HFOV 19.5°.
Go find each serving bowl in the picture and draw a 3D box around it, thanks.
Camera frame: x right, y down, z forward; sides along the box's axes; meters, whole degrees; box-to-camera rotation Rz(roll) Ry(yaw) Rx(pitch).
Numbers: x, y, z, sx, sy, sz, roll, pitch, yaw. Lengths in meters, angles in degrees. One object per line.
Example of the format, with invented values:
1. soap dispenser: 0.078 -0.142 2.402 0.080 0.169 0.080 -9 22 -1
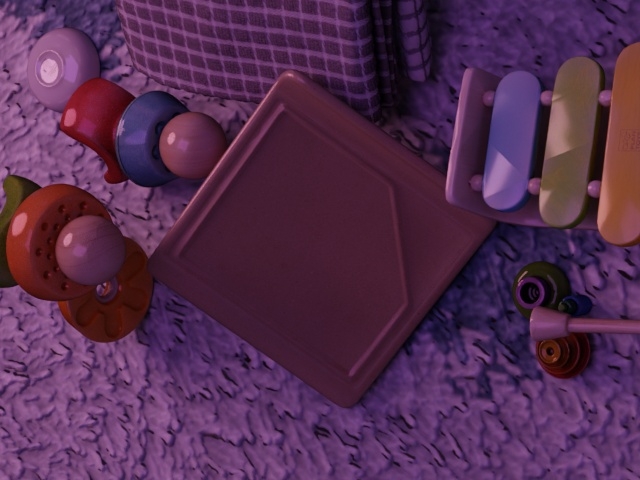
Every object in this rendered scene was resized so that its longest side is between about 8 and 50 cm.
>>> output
1. serving bowl: -0.253 -0.165 1.796 0.083 0.027 0.083 0 90 32

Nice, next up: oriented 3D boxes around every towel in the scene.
1. towel: -0.056 -0.227 1.564 0.283 0.121 0.235 17 136 29

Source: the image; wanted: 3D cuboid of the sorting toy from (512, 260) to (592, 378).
1. sorting toy: 0.187 0.063 1.520 0.061 0.042 0.102 -32 74 28

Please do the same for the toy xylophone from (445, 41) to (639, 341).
1. toy xylophone: 0.252 -0.041 1.432 0.322 0.081 0.236 -6 74 30

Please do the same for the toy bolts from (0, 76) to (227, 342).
1. toy bolts: -0.166 -0.019 1.661 0.158 0.218 0.228 11 65 44

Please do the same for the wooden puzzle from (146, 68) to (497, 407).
1. wooden puzzle: 0.000 0.000 1.596 0.221 0.044 0.239 35 113 -4
